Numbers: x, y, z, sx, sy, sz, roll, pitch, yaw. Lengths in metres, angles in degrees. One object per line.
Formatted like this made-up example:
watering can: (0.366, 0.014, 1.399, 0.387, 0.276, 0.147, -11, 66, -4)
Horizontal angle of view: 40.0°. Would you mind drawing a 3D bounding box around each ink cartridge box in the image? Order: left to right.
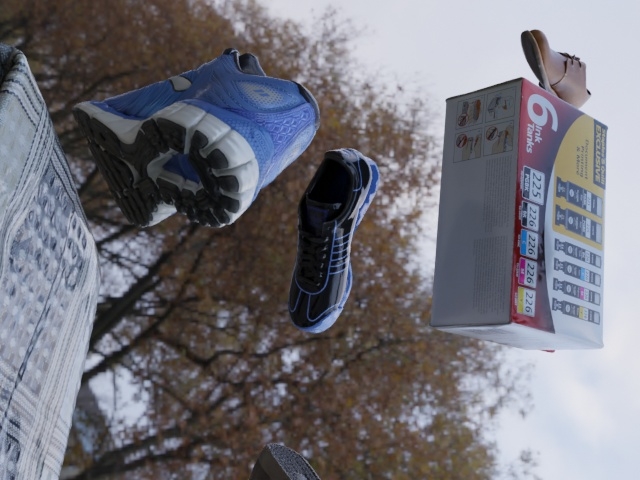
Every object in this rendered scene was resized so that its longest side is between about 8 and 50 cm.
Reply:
ink cartridge box: (0.288, -0.017, 1.161, 0.130, 0.272, 0.309, -9, -109, 47)

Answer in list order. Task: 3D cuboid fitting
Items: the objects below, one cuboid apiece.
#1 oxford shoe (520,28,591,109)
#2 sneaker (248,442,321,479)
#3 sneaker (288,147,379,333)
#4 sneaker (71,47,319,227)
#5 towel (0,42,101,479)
oxford shoe: (0.360, -0.265, 1.337, 0.076, 0.212, 0.076, -30, -122, 17)
sneaker: (-0.021, 0.258, 0.788, 0.071, 0.066, 0.188, -64, -158, 9)
sneaker: (0.000, 0.000, 1.059, 0.081, 0.090, 0.232, 18, -86, 28)
sneaker: (-0.113, -0.093, 0.802, 0.330, 0.147, 0.129, 13, -50, 53)
towel: (-0.213, 0.085, 0.590, 0.312, 0.056, 0.324, 100, -1, -61)
